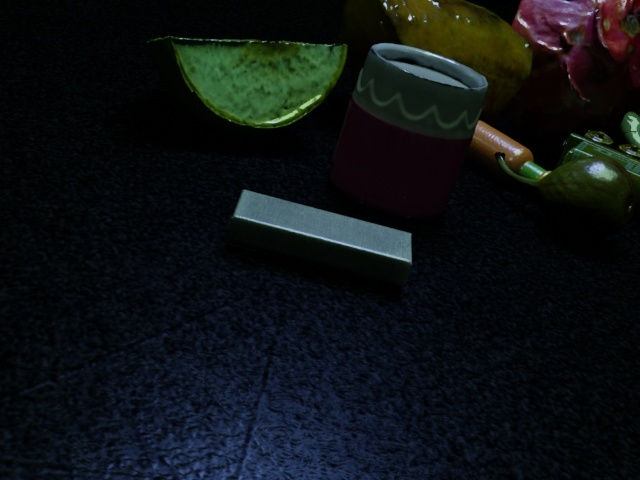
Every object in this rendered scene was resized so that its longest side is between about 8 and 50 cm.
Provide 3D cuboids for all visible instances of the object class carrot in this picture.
[{"bbox_3d":[0.162,-0.308,1.514,0.341,0.241,0.241,5,27,-28],"label":"carrot"}]

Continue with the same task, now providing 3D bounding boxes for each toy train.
[{"bbox_3d":[0.502,-0.109,1.484,0.226,0.090,0.137,26,30,20],"label":"toy train"}]

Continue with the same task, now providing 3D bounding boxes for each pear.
[{"bbox_3d":[-0.134,-0.235,1.327,0.288,0.139,0.239,-5,17,-30],"label":"pear"}]

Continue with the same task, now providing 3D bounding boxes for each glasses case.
[{"bbox_3d":[0.000,0.000,1.007,0.205,0.047,0.071,15,29,-3],"label":"glasses case"}]

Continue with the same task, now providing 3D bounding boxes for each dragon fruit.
[{"bbox_3d":[0.507,-0.353,1.652,0.249,0.370,0.386,21,42,32],"label":"dragon fruit"}]

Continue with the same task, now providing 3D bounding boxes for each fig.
[{"bbox_3d":[0.344,-0.082,1.306,0.236,0.124,0.124,27,26,35],"label":"fig"}]

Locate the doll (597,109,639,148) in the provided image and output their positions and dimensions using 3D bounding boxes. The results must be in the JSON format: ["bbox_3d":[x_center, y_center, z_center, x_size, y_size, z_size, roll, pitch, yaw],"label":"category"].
[{"bbox_3d":[0.701,-0.257,1.842,0.284,0.216,0.268,-18,64,-26],"label":"doll"}]

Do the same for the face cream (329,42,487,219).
[{"bbox_3d":[0.118,-0.149,1.210,0.175,0.194,0.175,14,24,-6],"label":"face cream"}]

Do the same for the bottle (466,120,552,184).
[{"bbox_3d":[0.305,-0.124,1.423,0.069,0.069,0.187,-9,38,-42],"label":"bottle"}]
